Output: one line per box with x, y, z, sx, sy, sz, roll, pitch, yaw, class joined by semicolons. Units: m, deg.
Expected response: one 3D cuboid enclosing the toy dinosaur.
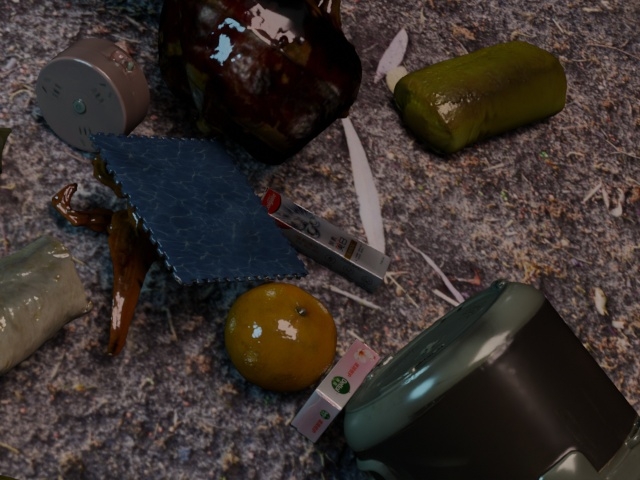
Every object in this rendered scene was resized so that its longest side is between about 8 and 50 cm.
-0.265;-0.018;1.845;0.208;0.097;0.432;39;42;-3;toy dinosaur

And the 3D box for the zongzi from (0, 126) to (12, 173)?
-0.434;-0.088;1.838;0.130;0.062;0.154;-15;66;-53;zongzi

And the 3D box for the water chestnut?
-0.071;-0.308;2.041;0.335;0.347;0.335;37;10;-8;water chestnut

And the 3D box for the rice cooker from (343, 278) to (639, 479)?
0.225;0.256;1.711;0.325;0.335;0.335;51;44;-1;rice cooker

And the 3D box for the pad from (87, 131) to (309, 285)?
-0.162;-0.045;1.852;0.269;0.012;0.269;-3;52;-53;pad

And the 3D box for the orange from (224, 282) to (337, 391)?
-0.051;0.126;1.820;0.156;0.124;0.156;14;48;-16;orange

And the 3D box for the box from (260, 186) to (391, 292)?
0.000;0.000;2.027;0.218;0.039;0.055;29;44;-5;box

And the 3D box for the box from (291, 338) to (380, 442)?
0.021;0.201;1.822;0.043;0.089;0.125;38;44;4;box

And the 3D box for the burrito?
-0.410;0.100;1.630;0.143;0.105;0.299;32;39;18;burrito

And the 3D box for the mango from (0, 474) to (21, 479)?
-0.259;0.361;1.457;0.329;0.175;0.176;32;-2;-2;mango

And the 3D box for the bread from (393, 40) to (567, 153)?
0.294;-0.267;2.396;0.383;0.112;0.166;-21;65;-41;bread

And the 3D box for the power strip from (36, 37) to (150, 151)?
-0.322;-0.208;1.934;0.154;0.154;0.078;36;41;2;power strip
